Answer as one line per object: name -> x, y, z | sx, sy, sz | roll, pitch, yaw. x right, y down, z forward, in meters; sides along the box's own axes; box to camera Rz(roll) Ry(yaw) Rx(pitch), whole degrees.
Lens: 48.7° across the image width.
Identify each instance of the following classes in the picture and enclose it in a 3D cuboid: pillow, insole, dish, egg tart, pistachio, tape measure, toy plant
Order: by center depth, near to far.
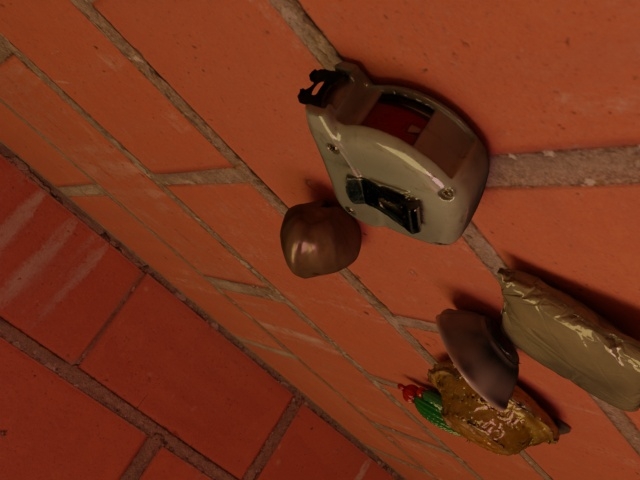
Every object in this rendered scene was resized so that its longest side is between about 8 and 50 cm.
tape measure -> 0.102, -0.102, 0.971 | 0.246, 0.125, 0.243 | 24, 158, 28
pillow -> 0.419, 0.166, 1.171 | 0.274, 0.076, 0.280 | 33, 166, 27
dish -> 0.319, 0.205, 1.342 | 0.229, 0.081, 0.229 | 41, -157, -22
pistachio -> 0.000, 0.000, 1.356 | 0.138, 0.153, 0.238 | 38, -171, 19
egg tart -> 0.396, 0.413, 1.677 | 0.341, 0.132, 0.341 | 32, 162, 12
insole -> 0.559, 0.461, 1.721 | 0.063, 0.010, 0.192 | 30, 159, 10
toy plant -> 0.329, 0.470, 1.994 | 0.240, 0.088, 0.154 | 36, 162, 7
